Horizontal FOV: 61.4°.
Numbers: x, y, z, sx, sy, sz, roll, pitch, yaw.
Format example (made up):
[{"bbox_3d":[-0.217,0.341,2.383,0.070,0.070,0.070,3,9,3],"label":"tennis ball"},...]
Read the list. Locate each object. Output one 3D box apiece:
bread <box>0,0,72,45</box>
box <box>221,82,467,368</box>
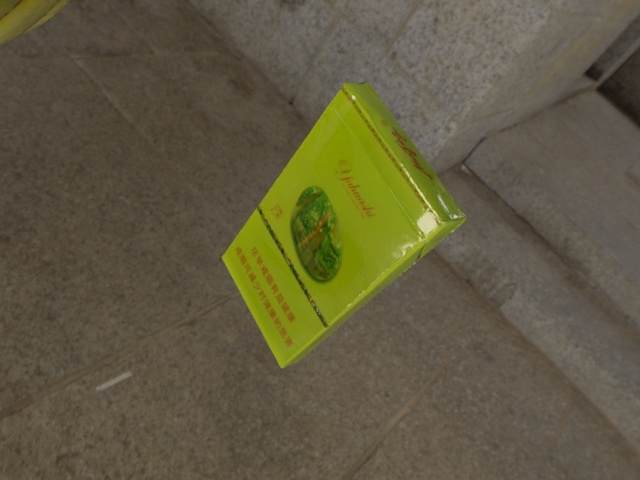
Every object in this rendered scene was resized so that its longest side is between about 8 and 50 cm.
[{"bbox_3d":[-0.421,-0.349,0.616,0.321,0.321,0.237,-19,85,-47],"label":"bread"},{"bbox_3d":[0.000,0.000,0.644,0.047,0.335,0.187,-13,64,-43],"label":"box"}]
